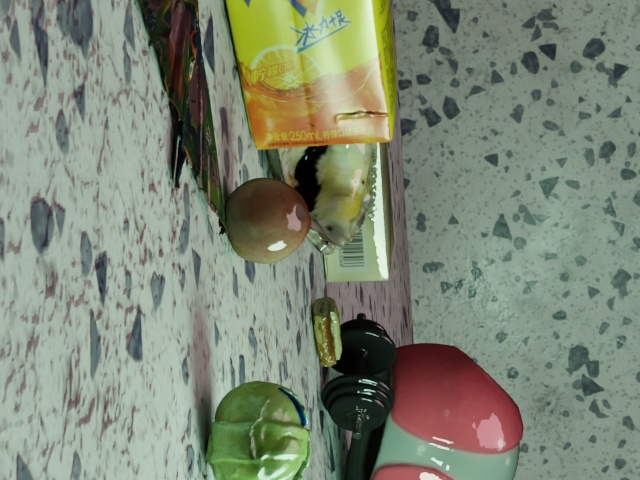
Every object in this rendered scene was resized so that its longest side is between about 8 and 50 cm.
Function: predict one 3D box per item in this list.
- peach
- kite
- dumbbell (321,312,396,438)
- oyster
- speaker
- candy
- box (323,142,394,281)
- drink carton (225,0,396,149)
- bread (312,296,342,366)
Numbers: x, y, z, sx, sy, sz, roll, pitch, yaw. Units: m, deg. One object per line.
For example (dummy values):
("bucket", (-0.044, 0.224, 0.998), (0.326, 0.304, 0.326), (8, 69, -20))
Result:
("peach", (-0.049, -0.019, 1.452), (0.083, 0.083, 0.083), (-3, 90, -83))
("kite", (-0.108, -0.146, 1.270), (0.321, 0.016, 0.233), (77, 12, -54))
("dumbbell", (0.052, 0.179, 2.089), (0.099, 0.099, 0.208), (80, 10, -45))
("oyster", (-0.001, -0.088, 1.787), (0.271, 0.100, 0.275), (74, 27, -54))
("speaker", (0.144, 0.298, 2.201), (0.294, 0.294, 0.294), (-3, 90, -83))
("candy", (-0.063, 0.282, 1.276), (0.093, 0.092, 0.335), (-15, -114, 60))
("box", (0.051, -0.067, 2.210), (0.168, 0.095, 0.212), (-70, 157, -69))
("drink carton", (-0.013, -0.256, 1.517), (0.111, 0.155, 0.351), (-86, 170, -46))
("bread", (0.009, 0.119, 2.029), (0.047, 0.036, 0.083), (-87, 174, -59))
